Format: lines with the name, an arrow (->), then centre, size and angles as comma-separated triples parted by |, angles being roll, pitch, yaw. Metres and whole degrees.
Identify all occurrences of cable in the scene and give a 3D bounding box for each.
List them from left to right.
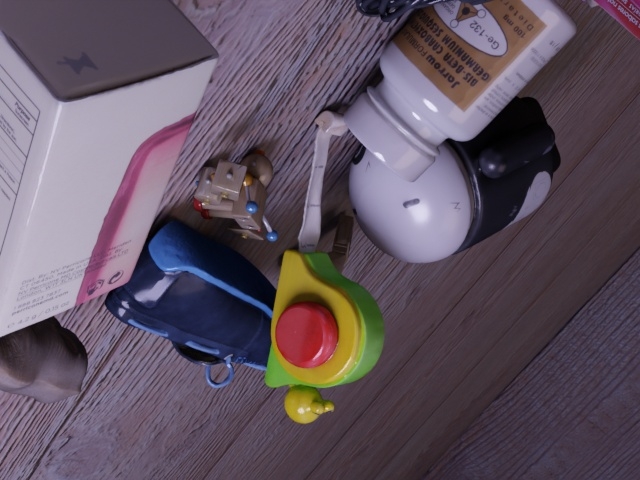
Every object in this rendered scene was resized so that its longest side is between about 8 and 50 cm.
cable -> 0.119, -0.243, 1.071 | 0.184, 0.047, 0.150 | -16, -157, 8

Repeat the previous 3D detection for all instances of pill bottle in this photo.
pill bottle -> 0.135, -0.175, 1.206 | 0.229, 0.131, 0.131 | -46, 160, 13

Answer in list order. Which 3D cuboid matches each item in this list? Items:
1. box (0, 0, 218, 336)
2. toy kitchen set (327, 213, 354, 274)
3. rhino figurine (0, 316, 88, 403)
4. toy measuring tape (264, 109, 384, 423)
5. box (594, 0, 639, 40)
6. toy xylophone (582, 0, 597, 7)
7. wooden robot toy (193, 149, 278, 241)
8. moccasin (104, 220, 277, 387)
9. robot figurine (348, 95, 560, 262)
box -> -0.187, -0.073, 0.798 | 0.127, 0.148, 0.232 | -24, 154, -41
toy kitchen set -> 0.000, 0.000, 1.472 | 0.068, 0.075, 0.083 | 98, 4, -65
rhino figurine -> -0.278, 0.087, 1.025 | 0.073, 0.106, 0.243 | -43, 160, 4
toy measuring tape -> 0.021, 0.035, 1.244 | 0.121, 0.121, 0.330 | 0, 102, -62
box -> 0.242, -0.290, 0.976 | 0.128, 0.257, 0.123 | -24, 152, -41
toy xylophone -> 0.376, -0.331, 1.215 | 0.322, 0.236, 0.081 | -40, -173, -10
wooden robot toy -> -0.081, -0.058, 1.186 | 0.173, 0.076, 0.079 | 61, 43, -70
moccasin -> -0.123, 0.073, 1.295 | 0.117, 0.138, 0.342 | -39, 147, 6
robot figurine -> 0.158, -0.083, 1.390 | 0.278, 0.173, 0.209 | -26, 147, -38
